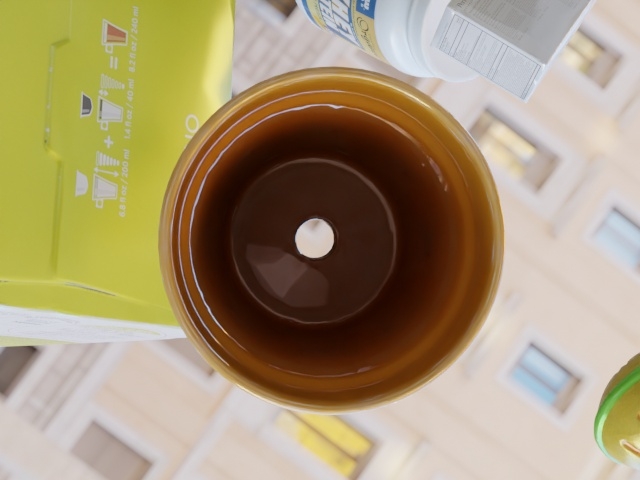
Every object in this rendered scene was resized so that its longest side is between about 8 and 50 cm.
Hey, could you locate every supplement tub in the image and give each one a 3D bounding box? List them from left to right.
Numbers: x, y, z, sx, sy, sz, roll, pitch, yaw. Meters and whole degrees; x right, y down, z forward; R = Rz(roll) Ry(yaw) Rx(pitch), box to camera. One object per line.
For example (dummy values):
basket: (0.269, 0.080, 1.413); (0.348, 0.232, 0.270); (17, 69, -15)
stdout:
supplement tub: (0.082, -0.242, 1.856); (0.144, 0.144, 0.200); (-53, -136, -4)

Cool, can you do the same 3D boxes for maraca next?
maraca: (0.318, 0.131, 1.649); (0.186, 0.127, 0.099); (-33, -135, 7)

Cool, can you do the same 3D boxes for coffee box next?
coffee box: (-0.302, -0.093, 1.612); (0.334, 0.338, 0.337); (-5, -101, 42)

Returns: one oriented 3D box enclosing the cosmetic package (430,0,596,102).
cosmetic package: (0.194, -0.229, 1.665); (0.239, 0.099, 0.060); (-53, 173, -36)

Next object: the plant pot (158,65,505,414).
plant pot: (0.000, 0.000, 1.221); (0.205, 0.205, 0.188); (-53, -176, -3)
